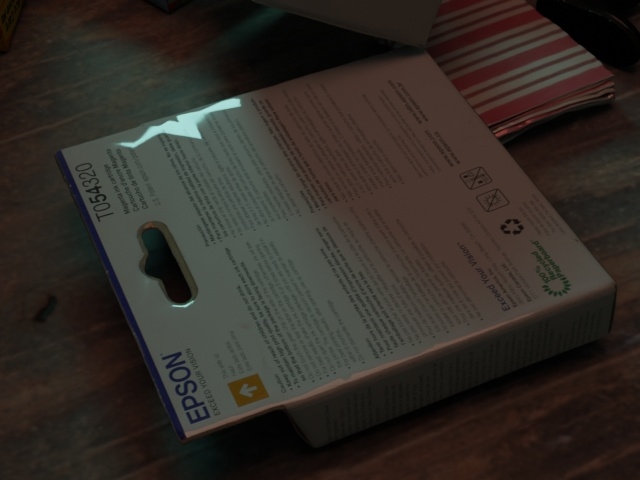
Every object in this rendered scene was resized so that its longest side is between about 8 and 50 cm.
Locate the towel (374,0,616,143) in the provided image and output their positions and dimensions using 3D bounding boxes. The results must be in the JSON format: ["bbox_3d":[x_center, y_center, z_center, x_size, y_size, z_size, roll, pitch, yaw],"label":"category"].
[{"bbox_3d":[0.153,-0.160,1.234,0.144,0.029,0.197,-21,46,-19],"label":"towel"}]

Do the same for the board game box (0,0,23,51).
[{"bbox_3d":[-0.453,-0.429,1.257,0.356,0.356,0.356,4,53,5],"label":"board game box"}]

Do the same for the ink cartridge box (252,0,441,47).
[{"bbox_3d":[0.004,-0.293,1.192,0.168,0.171,0.233,11,19,-25],"label":"ink cartridge box"}]

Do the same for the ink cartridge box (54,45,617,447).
[{"bbox_3d":[0.000,0.000,1.049,0.330,0.071,0.324,-19,47,-13],"label":"ink cartridge box"}]

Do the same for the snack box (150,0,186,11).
[{"bbox_3d":[-0.140,-0.333,1.381,0.174,0.070,0.207,33,56,28],"label":"snack box"}]

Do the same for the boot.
[{"bbox_3d":[0.270,-0.215,1.274,0.099,0.045,0.121,-32,54,-34],"label":"boot"}]
